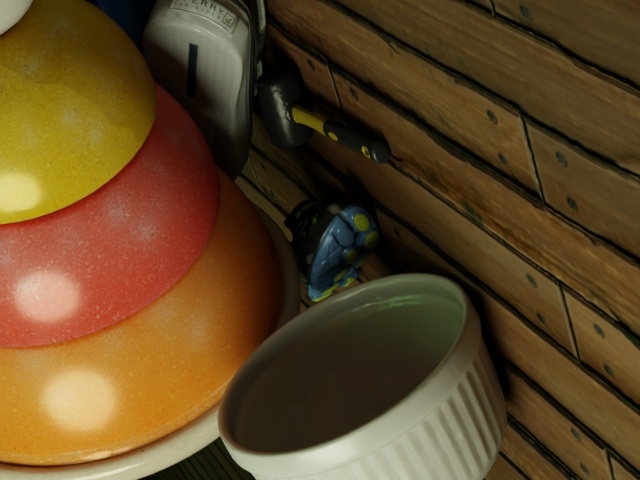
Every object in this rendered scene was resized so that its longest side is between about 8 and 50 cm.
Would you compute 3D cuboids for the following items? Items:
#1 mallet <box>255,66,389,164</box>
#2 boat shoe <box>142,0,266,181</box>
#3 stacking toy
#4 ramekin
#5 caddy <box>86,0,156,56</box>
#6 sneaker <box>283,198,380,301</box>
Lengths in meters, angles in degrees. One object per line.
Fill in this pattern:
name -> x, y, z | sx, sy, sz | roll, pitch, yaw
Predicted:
mallet -> 0.001, -0.098, 1.367 | 0.189, 0.039, 0.062 | 21, 133, 64
boat shoe -> -0.093, -0.146, 1.479 | 0.121, 0.119, 0.335 | 24, 156, -3
stacking toy -> -0.222, -0.076, 1.311 | 0.350, 0.350, 0.480 | 50, 161, 45
ramekin -> 0.038, 0.128, 1.281 | 0.109, 0.207, 0.207 | 60, 169, -24
caddy -> -0.280, -0.267, 1.679 | 0.341, 0.241, 0.179 | 53, 156, 42
sneaker -> 0.000, 0.000, 1.463 | 0.078, 0.067, 0.188 | 56, 168, 7
